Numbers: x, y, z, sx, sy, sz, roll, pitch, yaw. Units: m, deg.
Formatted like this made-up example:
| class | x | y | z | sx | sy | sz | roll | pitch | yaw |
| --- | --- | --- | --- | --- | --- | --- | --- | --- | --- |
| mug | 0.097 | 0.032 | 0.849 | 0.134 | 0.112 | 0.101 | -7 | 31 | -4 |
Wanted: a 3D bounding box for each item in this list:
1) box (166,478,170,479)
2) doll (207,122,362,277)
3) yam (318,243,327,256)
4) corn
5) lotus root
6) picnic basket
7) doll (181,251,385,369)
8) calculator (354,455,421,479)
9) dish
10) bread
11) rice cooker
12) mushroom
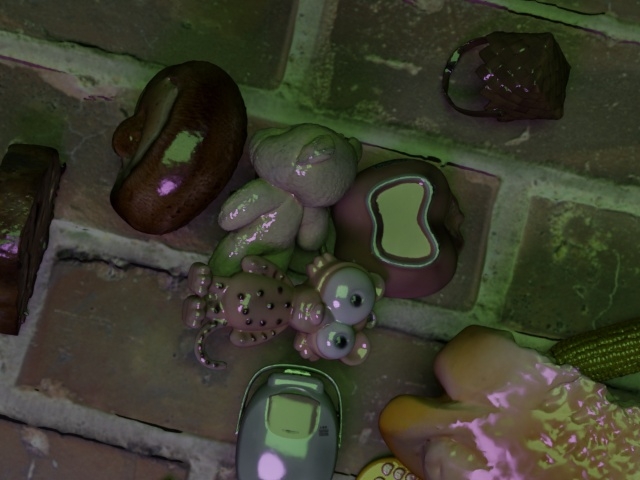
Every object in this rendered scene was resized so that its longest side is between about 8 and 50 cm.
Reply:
| class | x | y | z | sx | sy | sz | roll | pitch | yaw |
| --- | --- | --- | --- | --- | --- | --- | --- | --- | --- |
| box | -0.252 | 0.418 | 1.572 | 0.167 | 0.024 | 0.090 | -36 | 86 | -6 |
| doll | -0.065 | -0.047 | 1.558 | 0.149 | 0.175 | 0.278 | 36 | 106 | 11 |
| yam | 0.000 | 0.000 | 1.644 | 0.014 | 0.014 | 0.107 | -15 | 84 | -5 |
| corn | 0.438 | 0.153 | 1.615 | 0.238 | 0.080 | 0.080 | -12 | 84 | -6 |
| lotus root | -0.418 | -0.009 | 1.554 | 0.074 | 0.170 | 0.261 | 12 | 77 | -5 |
| picnic basket | 0.258 | -0.238 | 1.634 | 0.178 | 0.138 | 0.128 | 10 | 74 | 32 |
| doll | -0.047 | 0.093 | 1.523 | 0.278 | 0.119 | 0.154 | 0 | 96 | -22 |
| calculator | 0.150 | 0.397 | 1.593 | 0.235 | 0.032 | 0.146 | 33 | 83 | 3 |
| dish | 0.116 | -0.022 | 1.614 | 0.213 | 0.090 | 0.213 | 0 | 82 | -2 |
| bread | 0.291 | 0.303 | 1.447 | 0.424 | 0.329 | 0.245 | 46 | 62 | 4 |
| rice cooker | -0.045 | 0.274 | 1.553 | 0.145 | 0.127 | 0.206 | 8 | 79 | -3 |
| mushroom | -0.194 | -0.127 | 1.539 | 0.153 | 0.253 | 0.253 | 24 | 81 | -26 |
